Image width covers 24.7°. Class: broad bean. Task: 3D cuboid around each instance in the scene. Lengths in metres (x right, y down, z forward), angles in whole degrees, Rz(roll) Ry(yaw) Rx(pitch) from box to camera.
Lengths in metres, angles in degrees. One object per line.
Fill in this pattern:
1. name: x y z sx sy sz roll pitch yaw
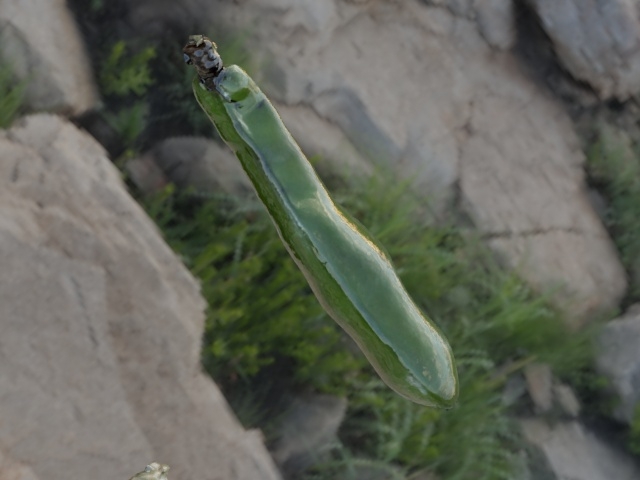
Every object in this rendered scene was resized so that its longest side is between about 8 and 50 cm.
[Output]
1. broad bean: -0.001 -0.004 0.961 0.318 0.056 0.098 53 9 -20

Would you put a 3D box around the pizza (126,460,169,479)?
1. pizza: -0.130 0.198 0.812 0.053 0.201 0.193 51 9 15
